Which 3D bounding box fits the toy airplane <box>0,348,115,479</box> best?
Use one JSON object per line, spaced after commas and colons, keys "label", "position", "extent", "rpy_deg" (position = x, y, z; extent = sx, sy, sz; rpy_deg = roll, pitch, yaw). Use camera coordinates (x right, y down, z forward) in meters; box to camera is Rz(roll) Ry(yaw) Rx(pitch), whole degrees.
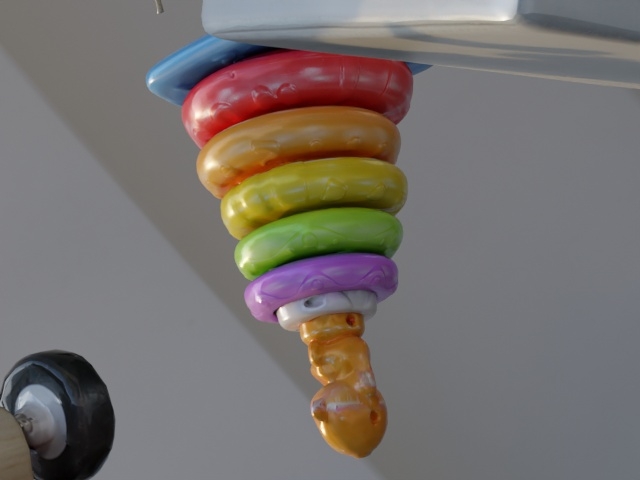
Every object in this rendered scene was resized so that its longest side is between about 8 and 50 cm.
{"label": "toy airplane", "position": [-0.064, 0.245, 0.643], "extent": [0.384, 0.386, 0.272], "rpy_deg": [-100, 23, -65]}

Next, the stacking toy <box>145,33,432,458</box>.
{"label": "stacking toy", "position": [0.000, 0.000, 1.150], "extent": [0.165, 0.302, 0.175], "rpy_deg": [-22, -19, 39]}

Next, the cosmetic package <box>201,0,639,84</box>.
{"label": "cosmetic package", "position": [0.189, -0.240, 0.832], "extent": [0.393, 0.330, 0.327], "rpy_deg": [3, 5, -26]}

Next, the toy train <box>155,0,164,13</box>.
{"label": "toy train", "position": [-0.100, -0.315, 1.318], "extent": [0.143, 0.248, 0.105], "rpy_deg": [-12, 8, 30]}
